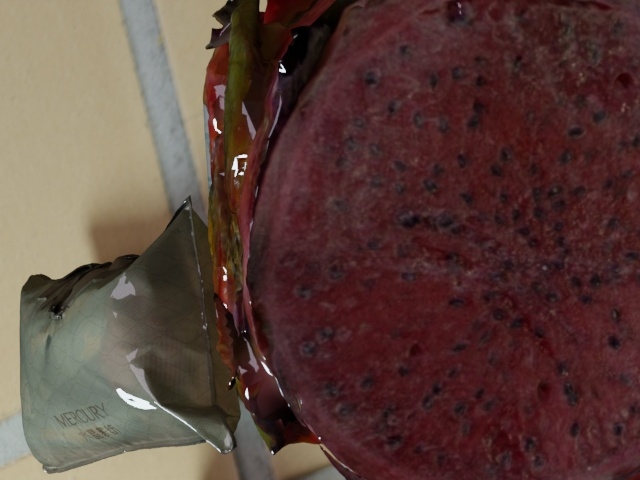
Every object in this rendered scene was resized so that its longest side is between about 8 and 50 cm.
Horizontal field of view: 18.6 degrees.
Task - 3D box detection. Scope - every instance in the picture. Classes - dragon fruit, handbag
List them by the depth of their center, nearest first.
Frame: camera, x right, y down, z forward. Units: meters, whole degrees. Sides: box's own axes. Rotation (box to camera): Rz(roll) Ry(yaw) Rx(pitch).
[{"bbox_3d":[0.080,-0.040,1.023,0.263,0.296,0.314,-118,34,-73],"label":"dragon fruit"},{"bbox_3d":[-0.146,0.077,1.439,0.270,0.117,0.182,-17,74,53],"label":"handbag"}]

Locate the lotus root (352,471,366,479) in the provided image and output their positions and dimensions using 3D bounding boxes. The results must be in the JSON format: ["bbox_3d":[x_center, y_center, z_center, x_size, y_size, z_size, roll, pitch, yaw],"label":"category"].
[{"bbox_3d":[0.077,0.148,1.141,0.125,0.118,0.221,-23,85,67],"label":"lotus root"}]

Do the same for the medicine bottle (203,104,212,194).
[{"bbox_3d":[0.000,0.000,1.210,0.135,0.135,0.215,2,97,53],"label":"medicine bottle"}]
